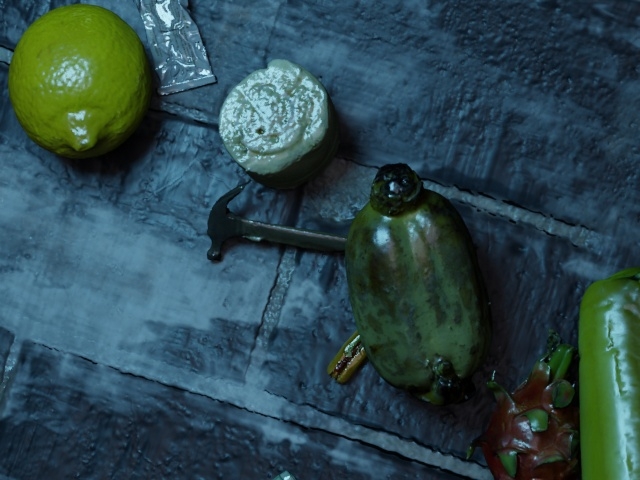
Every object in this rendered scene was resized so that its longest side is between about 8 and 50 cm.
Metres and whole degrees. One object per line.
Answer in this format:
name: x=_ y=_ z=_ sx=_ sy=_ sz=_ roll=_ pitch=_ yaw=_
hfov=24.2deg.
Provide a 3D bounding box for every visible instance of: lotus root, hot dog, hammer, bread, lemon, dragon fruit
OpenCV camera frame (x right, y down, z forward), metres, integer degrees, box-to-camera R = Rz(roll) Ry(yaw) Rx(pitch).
lotus root: x=0.123 y=0.049 z=1.846 sx=0.173 sy=0.173 sz=0.309 roll=-12 pitch=104 yaw=4
hot dog: x=0.042 y=0.148 z=1.926 sx=0.037 sy=0.021 sz=0.083 roll=37 pitch=89 yaw=8
hammer: x=0.000 y=0.000 z=1.934 sx=0.297 sy=0.027 sz=0.125 roll=11 pitch=118 yaw=2
bread: x=0.436 y=0.209 z=1.774 sx=0.251 sy=0.208 sz=0.376 roll=-4 pitch=71 yaw=12
lemon: x=-0.311 y=-0.207 z=1.929 sx=0.187 sy=0.187 sz=0.244 roll=-9 pitch=50 yaw=4
dragon fruit: x=0.265 y=0.222 z=1.839 sx=0.135 sy=0.137 sz=0.235 roll=1 pitch=79 yaw=43
bread: x=-0.050 y=-0.145 z=1.913 sx=0.134 sy=0.141 sz=0.148 roll=41 pitch=89 yaw=10

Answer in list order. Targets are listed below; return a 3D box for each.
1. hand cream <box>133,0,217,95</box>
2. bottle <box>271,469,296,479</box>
hand cream: x=-0.214 y=-0.324 z=2.002 sx=0.084 sy=0.050 sz=0.257 roll=-16 pitch=84 yaw=0
bottle: x=-0.067 y=0.329 z=1.908 sx=0.083 sy=0.030 sz=0.030 roll=-39 pitch=81 yaw=-1
